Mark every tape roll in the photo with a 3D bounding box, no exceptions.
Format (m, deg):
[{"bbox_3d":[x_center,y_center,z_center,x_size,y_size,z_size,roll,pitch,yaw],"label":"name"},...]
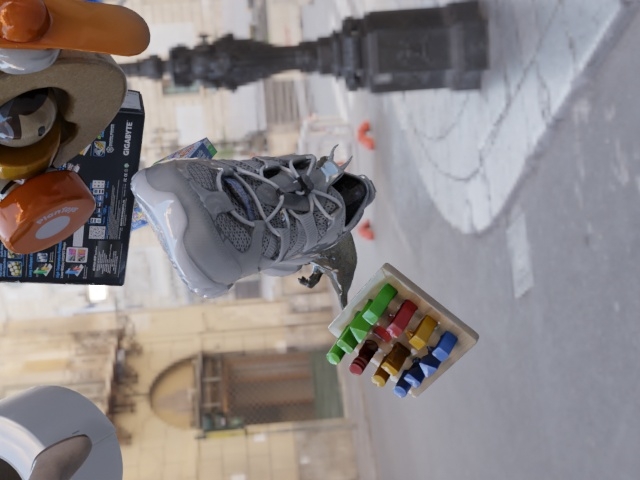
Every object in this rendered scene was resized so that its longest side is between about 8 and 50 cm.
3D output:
[{"bbox_3d":[-0.447,0.357,1.533,0.169,0.246,0.246,-21,-72,-69],"label":"tape roll"}]

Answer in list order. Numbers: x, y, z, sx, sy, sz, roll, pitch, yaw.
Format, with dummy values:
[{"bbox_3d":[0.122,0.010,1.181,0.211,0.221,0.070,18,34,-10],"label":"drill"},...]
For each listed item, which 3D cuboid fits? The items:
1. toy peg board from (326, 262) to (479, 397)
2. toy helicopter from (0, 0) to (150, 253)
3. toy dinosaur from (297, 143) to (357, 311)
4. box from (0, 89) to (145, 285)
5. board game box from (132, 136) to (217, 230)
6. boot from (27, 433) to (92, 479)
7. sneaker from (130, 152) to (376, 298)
[{"bbox_3d":[0.097,0.143,1.365,0.161,0.161,0.079,-52,-1,43],"label":"toy peg board"},{"bbox_3d":[-0.275,-0.094,0.711,0.355,0.235,0.140,-13,-114,-55],"label":"toy helicopter"},{"bbox_3d":[0.000,0.000,1.813,0.121,0.160,0.313,-5,-105,-53],"label":"toy dinosaur"},{"bbox_3d":[-0.279,-0.053,1.039,0.051,0.175,0.220,-111,28,-52],"label":"box"},{"bbox_3d":[-0.269,-0.086,1.676,0.035,0.136,0.201,55,-142,-20],"label":"board game box"},{"bbox_3d":[-0.253,0.240,0.932,0.042,0.118,0.087,54,173,-30],"label":"boot"},{"bbox_3d":[-0.041,-0.033,0.750,0.105,0.115,0.281,60,-163,6],"label":"sneaker"}]
